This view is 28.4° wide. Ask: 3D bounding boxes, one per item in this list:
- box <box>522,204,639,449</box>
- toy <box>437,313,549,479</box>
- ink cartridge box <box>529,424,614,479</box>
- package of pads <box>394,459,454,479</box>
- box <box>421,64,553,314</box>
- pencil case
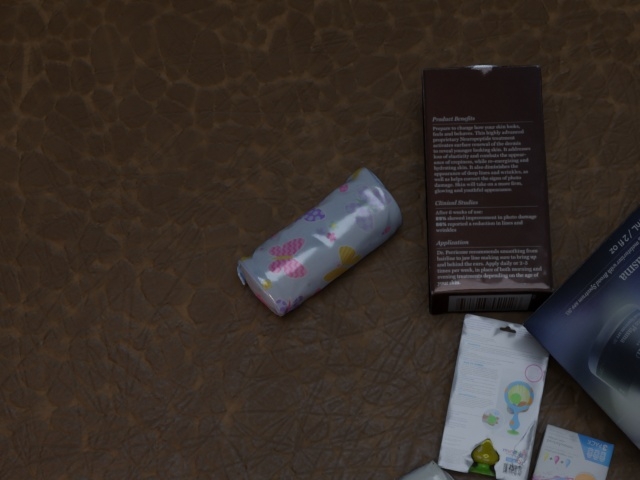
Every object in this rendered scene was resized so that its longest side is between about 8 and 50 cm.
[{"bbox_3d":[0.513,0.117,1.823,0.294,0.183,0.296,47,118,16],"label":"box"},{"bbox_3d":[0.266,0.243,1.932,0.137,0.056,0.237,11,77,4],"label":"toy"},{"bbox_3d":[0.361,0.378,1.876,0.104,0.061,0.181,16,73,9],"label":"ink cartridge box"},{"bbox_3d":[0.150,0.496,1.829,0.229,0.101,0.296,-29,72,-6],"label":"package of pads"},{"bbox_3d":[0.258,-0.079,2.000,0.191,0.143,0.381,-1,73,4],"label":"box"},{"bbox_3d":[0.000,0.000,2.001,0.273,0.113,0.124,-38,64,-9],"label":"pencil case"}]
